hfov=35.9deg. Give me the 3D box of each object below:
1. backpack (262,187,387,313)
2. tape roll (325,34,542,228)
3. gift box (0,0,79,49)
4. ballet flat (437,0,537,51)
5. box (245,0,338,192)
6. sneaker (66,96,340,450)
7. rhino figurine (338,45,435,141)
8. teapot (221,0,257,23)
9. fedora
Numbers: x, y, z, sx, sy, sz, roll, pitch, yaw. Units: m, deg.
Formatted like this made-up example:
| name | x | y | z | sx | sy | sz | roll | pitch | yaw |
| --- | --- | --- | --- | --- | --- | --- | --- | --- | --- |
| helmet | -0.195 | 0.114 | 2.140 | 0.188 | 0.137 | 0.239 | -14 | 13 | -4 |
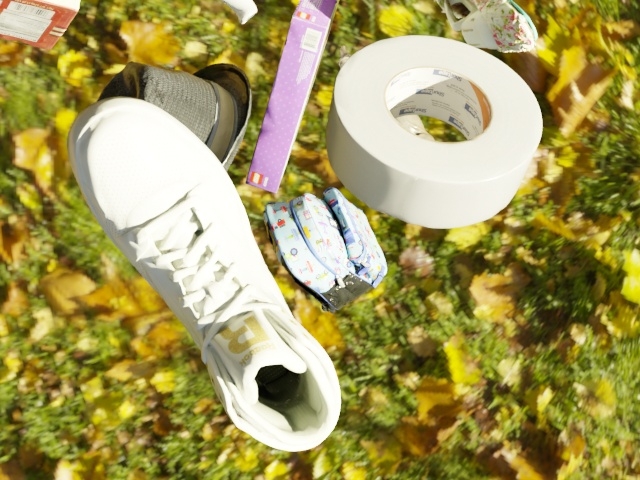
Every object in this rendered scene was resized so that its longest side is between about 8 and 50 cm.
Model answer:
| name | x | y | z | sx | sy | sz | roll | pitch | yaw |
| --- | --- | --- | --- | --- | --- | --- | --- | --- | --- |
| backpack | 0.000 | 0.000 | 1.412 | 0.117 | 0.173 | 0.158 | -31 | 56 | 15 |
| tape roll | 0.116 | -0.118 | 1.036 | 0.219 | 0.219 | 0.072 | 31 | 144 | 15 |
| gift box | -0.464 | -0.466 | 1.503 | 0.276 | 0.255 | 0.258 | -11 | 71 | 58 |
| ballet flat | 0.223 | -0.307 | 1.368 | 0.077 | 0.241 | 0.091 | -30 | 122 | 5 |
| box | -0.041 | -0.247 | 1.544 | 0.057 | 0.201 | 0.293 | 18 | 124 | -2 |
| sneaker | -0.074 | 0.030 | 0.737 | 0.108 | 0.169 | 0.292 | -36 | 120 | -7 |
| rhino figurine | 0.095 | -0.202 | 1.518 | 0.073 | 0.106 | 0.243 | -39 | 75 | 27 |
| teapot | -0.160 | -0.475 | 1.472 | 0.252 | 0.187 | 0.256 | 26 | 91 | 54 |
| fedora | -0.253 | -0.174 | 1.499 | 0.334 | 0.152 | 0.334 | -30 | 41 | 30 |
